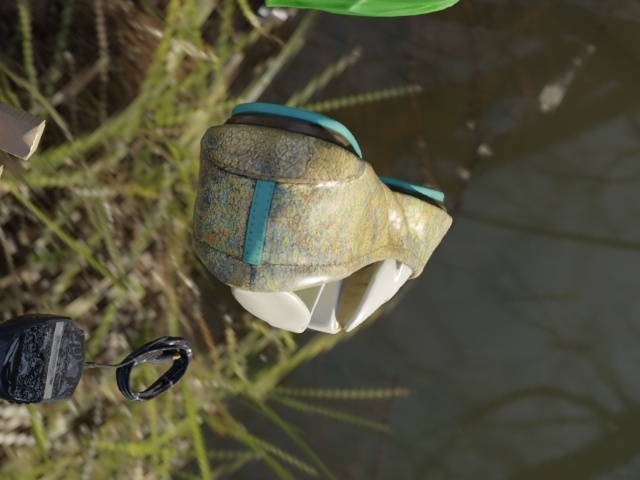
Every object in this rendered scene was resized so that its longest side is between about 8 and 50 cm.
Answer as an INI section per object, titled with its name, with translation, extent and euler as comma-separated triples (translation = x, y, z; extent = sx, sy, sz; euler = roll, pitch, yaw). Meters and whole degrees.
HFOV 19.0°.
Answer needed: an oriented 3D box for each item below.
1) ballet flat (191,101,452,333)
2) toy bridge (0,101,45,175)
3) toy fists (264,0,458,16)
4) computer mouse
[ballet flat]
translation = 0.000, 0.000, 1.142
extent = 0.123, 0.348, 0.123
euler = -1, 84, 12
[toy bridge]
translation = -0.210, -0.044, 1.068
extent = 0.063, 0.188, 0.026
euler = 24, 113, -1
[toy fists]
translation = 0.031, -0.230, 1.057
extent = 0.142, 0.096, 0.279
euler = 6, 143, 11
[computer mouse]
translation = -0.188, 0.094, 1.513
extent = 0.242, 0.041, 0.071
euler = 8, 94, -55
